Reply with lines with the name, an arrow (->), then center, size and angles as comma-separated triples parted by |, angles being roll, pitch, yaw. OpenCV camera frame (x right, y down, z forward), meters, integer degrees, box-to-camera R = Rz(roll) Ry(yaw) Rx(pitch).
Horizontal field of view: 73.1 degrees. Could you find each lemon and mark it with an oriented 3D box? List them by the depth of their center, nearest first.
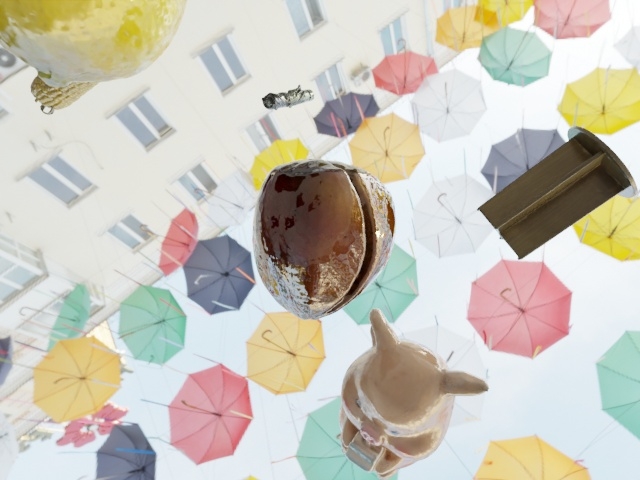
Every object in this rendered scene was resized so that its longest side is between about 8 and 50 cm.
lemon -> -0.268, -0.331, 0.480 | 0.244, 0.245, 0.321 | 13, -87, 25

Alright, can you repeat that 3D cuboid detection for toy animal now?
toy animal -> 0.113, 0.266, 0.702 | 0.195, 0.256, 0.213 | 32, -109, 19

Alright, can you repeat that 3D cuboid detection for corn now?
corn -> -0.611, -0.406, 1.060 | 0.292, 0.106, 0.107 | -16, -125, 33

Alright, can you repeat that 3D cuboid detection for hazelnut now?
hazelnut -> 0.000, 0.000, 0.563 | 0.207, 0.208, 0.209 | -8, -121, 14

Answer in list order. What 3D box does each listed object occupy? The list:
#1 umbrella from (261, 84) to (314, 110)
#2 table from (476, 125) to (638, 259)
umbrella -> -0.077, -0.378, 1.143 | 0.046, 0.050, 0.188 | 49, -139, 10
table -> 0.435, -0.080, 0.827 | 0.226, 0.167, 0.167 | -39, -125, 17
